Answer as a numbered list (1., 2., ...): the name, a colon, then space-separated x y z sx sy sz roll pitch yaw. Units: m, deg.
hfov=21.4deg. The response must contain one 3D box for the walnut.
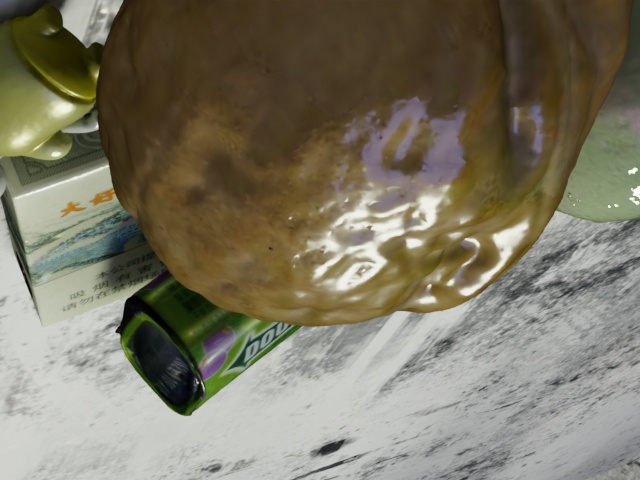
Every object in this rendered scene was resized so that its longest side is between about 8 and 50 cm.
1. walnut: 0.019 -0.096 1.001 0.306 0.306 0.344 -14 162 -28

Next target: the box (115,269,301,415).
1. box: 0.000 0.000 1.347 0.345 0.097 0.134 -37 165 -24

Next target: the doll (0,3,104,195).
1. doll: -0.207 -0.082 1.078 0.162 0.062 0.106 -37 118 25

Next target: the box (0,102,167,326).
1. box: -0.152 -0.033 1.266 0.164 0.069 0.256 -21 160 -12

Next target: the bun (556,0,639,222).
1. bun: 0.191 -0.155 1.163 0.179 0.283 0.283 20 144 -14
